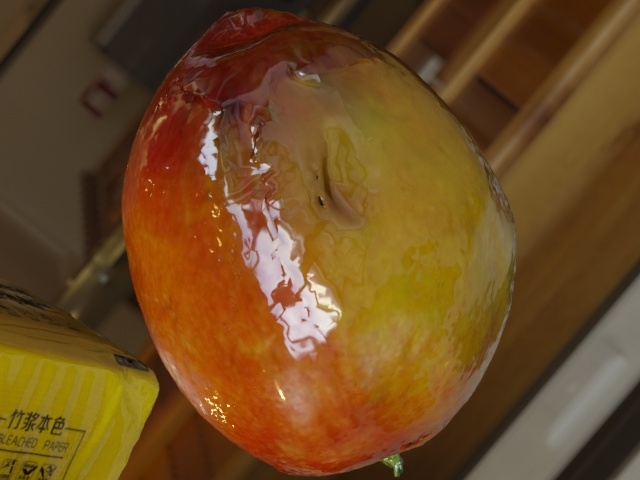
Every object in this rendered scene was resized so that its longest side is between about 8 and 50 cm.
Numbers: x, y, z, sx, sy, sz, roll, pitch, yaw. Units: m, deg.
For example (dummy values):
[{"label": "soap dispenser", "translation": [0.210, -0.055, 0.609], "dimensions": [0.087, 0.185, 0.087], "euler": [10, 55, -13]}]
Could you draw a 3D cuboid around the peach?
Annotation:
[{"label": "peach", "translation": [-0.002, 0.000, 1.499], "dimensions": [0.290, 0.372, 0.372], "euler": [2, 170, 24]}]

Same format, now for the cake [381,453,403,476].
[{"label": "cake", "translation": [0.021, 0.134, 2.007], "dimensions": [0.235, 0.099, 0.100], "euler": [36, 163, 31]}]

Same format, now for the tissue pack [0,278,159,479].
[{"label": "tissue pack", "translation": [-0.406, 0.149, 2.036], "dimensions": [0.293, 0.228, 0.382], "euler": [27, -175, 31]}]
